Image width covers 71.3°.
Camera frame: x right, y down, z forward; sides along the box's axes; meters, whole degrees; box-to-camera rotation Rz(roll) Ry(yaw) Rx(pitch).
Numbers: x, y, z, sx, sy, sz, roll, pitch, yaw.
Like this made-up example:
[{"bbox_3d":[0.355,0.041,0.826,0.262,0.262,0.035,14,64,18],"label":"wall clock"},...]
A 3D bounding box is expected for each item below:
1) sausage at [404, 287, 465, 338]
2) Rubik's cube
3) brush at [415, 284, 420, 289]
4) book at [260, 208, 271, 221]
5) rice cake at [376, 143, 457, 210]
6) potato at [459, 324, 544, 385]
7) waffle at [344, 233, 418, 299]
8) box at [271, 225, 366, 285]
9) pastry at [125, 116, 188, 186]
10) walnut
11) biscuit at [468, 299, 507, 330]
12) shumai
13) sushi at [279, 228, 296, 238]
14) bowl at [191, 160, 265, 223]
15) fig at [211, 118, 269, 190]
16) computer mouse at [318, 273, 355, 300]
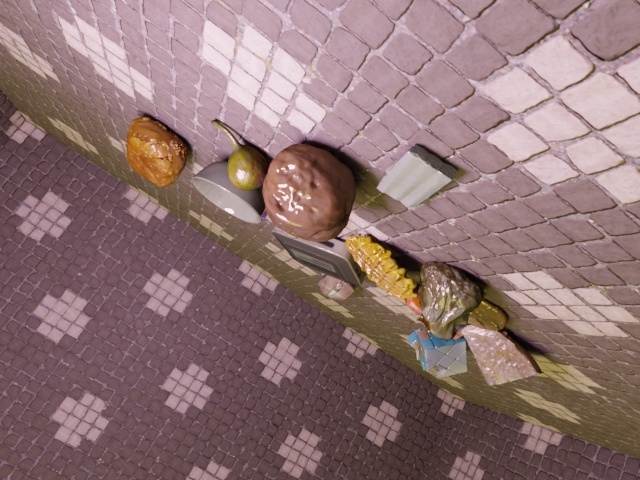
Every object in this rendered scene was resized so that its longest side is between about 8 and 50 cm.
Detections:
[{"bbox_3d":[0.441,0.279,1.766,0.312,0.093,0.093,35,164,-20],"label":"sausage"},{"bbox_3d":[0.525,0.444,1.934,0.213,0.264,0.225,-100,-1,-63],"label":"Rubik's cube"},{"bbox_3d":[0.304,0.161,1.828,0.272,0.014,0.103,17,159,39],"label":"brush"},{"bbox_3d":[-0.084,-0.120,1.430,0.231,0.158,0.026,13,154,48],"label":"book"},{"bbox_3d":[0.212,-0.141,1.040,0.127,0.043,0.237,33,163,0],"label":"rice cake"},{"bbox_3d":[0.700,0.410,1.715,0.189,0.211,0.265,-5,-115,-53],"label":"potato"},{"bbox_3d":[0.215,0.099,1.595,0.329,0.062,0.329,45,167,13],"label":"waffle"},{"bbox_3d":[-0.001,0.063,1.913,0.366,0.091,0.373,21,163,24],"label":"box"},{"bbox_3d":[-0.638,-0.350,1.748,0.255,0.162,0.310,46,151,-12],"label":"pastry"},{"bbox_3d":[-0.037,-0.125,1.211,0.273,0.227,0.273,34,167,9],"label":"walnut"},{"bbox_3d":[0.558,0.256,1.587,0.219,0.033,0.220,27,155,14],"label":"biscuit"},{"bbox_3d":[0.388,0.202,1.450,0.188,0.218,0.256,29,168,-12],"label":"shumai"},{"bbox_3d":[-0.052,-0.081,1.546,0.124,0.127,0.225,40,154,-26],"label":"sushi"},{"bbox_3d":[-0.307,-0.198,1.630,0.289,0.146,0.289,27,164,8],"label":"bowl"},{"bbox_3d":[-0.257,-0.278,1.410,0.149,0.149,0.246,7,132,55],"label":"fig"},{"bbox_3d":[0.080,0.235,2.282,0.199,0.115,0.389,29,165,-3],"label":"computer mouse"}]
